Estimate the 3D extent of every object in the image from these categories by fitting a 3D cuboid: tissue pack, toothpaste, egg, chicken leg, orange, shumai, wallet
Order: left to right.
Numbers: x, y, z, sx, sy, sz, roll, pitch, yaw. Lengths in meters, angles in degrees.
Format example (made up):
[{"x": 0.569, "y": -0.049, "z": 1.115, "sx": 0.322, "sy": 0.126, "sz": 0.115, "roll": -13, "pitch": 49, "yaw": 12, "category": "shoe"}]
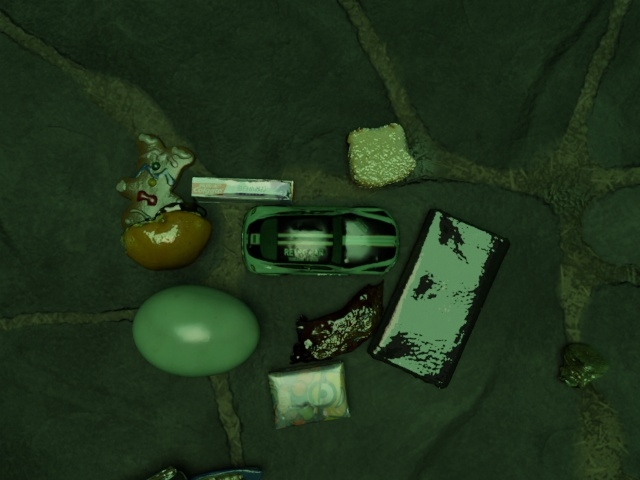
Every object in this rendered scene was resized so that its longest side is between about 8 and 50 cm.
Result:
[{"x": -0.279, "y": 0.001, "z": 1.139, "sx": 0.170, "sy": 0.160, "sz": 0.112, "roll": -48, "pitch": 64, "yaw": 39, "category": "orange"}, {"x": -0.226, "y": 0.165, "z": 1.126, "sx": 0.231, "sy": 0.168, "sz": 0.167, "roll": 5, "pitch": 89, "yaw": -4, "category": "egg"}, {"x": -0.150, "y": -0.095, "z": 1.195, "sx": 0.197, "sy": 0.040, "sz": 0.047, "roll": 2, "pitch": 87, "yaw": 0, "category": "toothpaste"}, {"x": -0.020, "y": 0.293, "z": 1.179, "sx": 0.148, "sy": 0.060, "sz": 0.108, "roll": -8, "pitch": 88, "yaw": -1, "category": "tissue pack"}, {"x": 0.037, "y": 0.166, "z": 1.182, "sx": 0.234, "sy": 0.063, "sz": 0.105, "roll": -25, "pitch": 94, "yaw": -3, "category": "chicken leg"}, {"x": 0.228, "y": 0.111, "z": 1.194, "sx": 0.171, "sy": 0.044, "sz": 0.320, "roll": 24, "pitch": 92, "yaw": 1, "category": "wallet"}, {"x": 0.504, "y": 0.252, "z": 1.192, "sx": 0.083, "sy": 0.082, "sz": 0.080, "roll": 20, "pitch": 127, "yaw": 12, "category": "shumai"}]

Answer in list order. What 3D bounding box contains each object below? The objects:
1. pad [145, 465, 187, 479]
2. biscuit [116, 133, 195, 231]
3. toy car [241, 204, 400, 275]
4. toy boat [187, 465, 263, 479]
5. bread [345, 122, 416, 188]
[{"x": -0.290, "y": 0.550, "z": 1.157, "sx": 0.174, "sy": 0.022, "sz": 0.232, "roll": -26, "pitch": 105, "yaw": 1, "category": "pad"}, {"x": -0.329, "y": -0.099, "z": 1.199, "sx": 0.138, "sy": 0.031, "sz": 0.204, "roll": 22, "pitch": 90, "yaw": 0, "category": "biscuit"}, {"x": 0.000, "y": 0.000, "z": 1.153, "sx": 0.306, "sy": 0.125, "sz": 0.136, "roll": 1, "pitch": 89, "yaw": 1, "category": "toy car"}, {"x": -0.215, "y": 0.482, "z": 1.182, "sx": 0.229, "sy": 0.046, "sz": 0.080, "roll": -23, "pitch": 89, "yaw": -1, "category": "toy boat"}, {"x": 0.115, "y": -0.164, "z": 1.198, "sx": 0.129, "sy": 0.044, "sz": 0.126, "roll": -12, "pitch": 82, "yaw": 2, "category": "bread"}]
